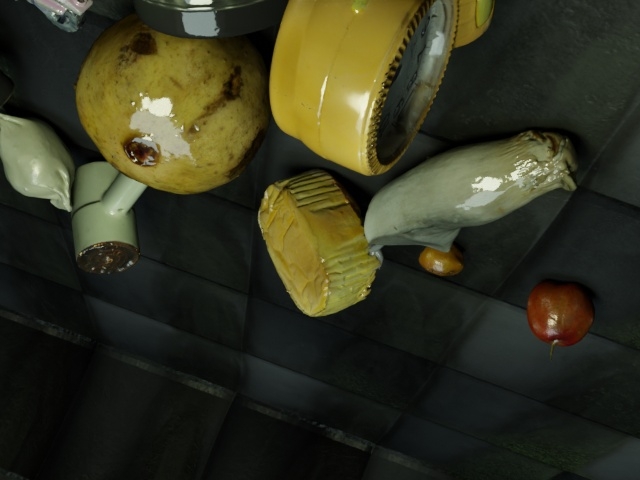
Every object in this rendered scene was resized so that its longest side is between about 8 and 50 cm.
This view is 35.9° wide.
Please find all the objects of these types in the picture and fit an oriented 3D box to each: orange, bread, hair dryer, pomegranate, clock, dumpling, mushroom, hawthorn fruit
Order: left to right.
[{"bbox_3d":[-0.562,-0.160,1.941,0.250,0.132,0.162,54,168,-5],"label":"dumpling"},{"bbox_3d":[-0.371,-0.105,1.899,0.128,0.203,0.362,9,144,-34],"label":"hair dryer"},{"bbox_3d":[-0.207,-0.202,1.424,0.281,0.281,0.281,17,156,8],"label":"pomegranate"},{"bbox_3d":[0.000,0.000,1.713,0.250,0.133,0.179,60,144,19],"label":"bread"},{"bbox_3d":[0.062,-0.229,1.073,0.200,0.317,0.244,21,158,18],"label":"clock"},{"bbox_3d":[0.225,0.030,1.807,0.086,0.062,0.086,17,-162,-6],"label":"orange"},{"bbox_3d":[0.225,-0.073,1.513,0.177,0.126,0.397,12,161,-23],"label":"mushroom"},{"bbox_3d":[0.433,0.139,1.806,0.125,0.140,0.125,18,-170,-3],"label":"hawthorn fruit"}]

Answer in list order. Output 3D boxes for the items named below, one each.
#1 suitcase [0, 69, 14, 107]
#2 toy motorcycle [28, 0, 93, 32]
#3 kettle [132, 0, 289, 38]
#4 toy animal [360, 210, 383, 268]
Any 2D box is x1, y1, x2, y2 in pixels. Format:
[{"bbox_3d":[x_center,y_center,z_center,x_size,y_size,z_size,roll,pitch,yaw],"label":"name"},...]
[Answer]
[{"bbox_3d":[-0.737,-0.198,1.653,0.283,0.434,0.194,29,164,35],"label":"suitcase"},{"bbox_3d":[-0.401,-0.400,1.335,0.239,0.108,0.204,30,155,-20],"label":"toy motorcycle"},{"bbox_3d":[-0.127,-0.393,1.066,0.207,0.250,0.271,-12,130,-9],"label":"kettle"},{"bbox_3d":[0.080,-0.011,1.827,0.124,0.071,0.085,27,155,-13],"label":"toy animal"}]
